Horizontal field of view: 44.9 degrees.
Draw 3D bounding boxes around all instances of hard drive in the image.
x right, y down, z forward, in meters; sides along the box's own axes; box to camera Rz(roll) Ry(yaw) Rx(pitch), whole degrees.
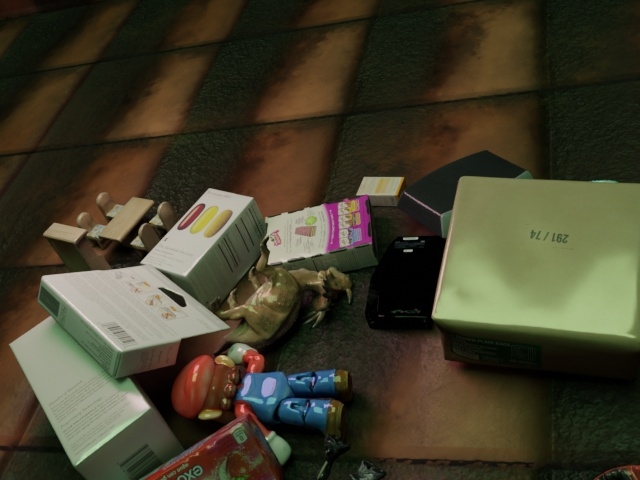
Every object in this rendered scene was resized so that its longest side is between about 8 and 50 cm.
[{"bbox_3d":[0.303,-0.105,1.613,0.255,0.054,0.172,-26,40,-22],"label":"hard drive"}]

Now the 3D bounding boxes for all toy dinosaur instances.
[{"bbox_3d":[-0.082,0.133,1.504,0.200,0.127,0.295,39,81,9],"label":"toy dinosaur"}]

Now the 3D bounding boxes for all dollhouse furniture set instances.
[{"bbox_3d":[-0.495,-0.031,1.811,0.212,0.161,0.242,10,50,31],"label":"dollhouse furniture set"}]

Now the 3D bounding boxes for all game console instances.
[{"bbox_3d":[0.269,0.078,1.466,0.362,0.044,0.213,-2,46,22],"label":"game console"}]

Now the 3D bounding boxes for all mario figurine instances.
[{"bbox_3d":[-0.106,0.286,1.368,0.321,0.170,0.198,4,11,13],"label":"mario figurine"}]

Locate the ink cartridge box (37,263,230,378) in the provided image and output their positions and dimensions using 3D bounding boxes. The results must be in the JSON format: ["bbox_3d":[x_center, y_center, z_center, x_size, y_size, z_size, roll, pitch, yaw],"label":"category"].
[{"bbox_3d":[-0.344,0.137,1.424,0.275,0.060,0.239,32,24,36],"label":"ink cartridge box"}]

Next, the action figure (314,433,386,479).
[{"bbox_3d":[-0.005,0.433,1.127,0.164,0.141,0.275,28,86,32],"label":"action figure"}]

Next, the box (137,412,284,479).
[{"bbox_3d":[-0.192,0.391,1.203,0.257,0.122,0.128,-31,-3,-3],"label":"box"}]

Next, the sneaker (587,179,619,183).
[{"bbox_3d":[0.479,-0.043,1.483,0.229,0.087,0.092,-19,47,13],"label":"sneaker"}]

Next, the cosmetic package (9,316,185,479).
[{"bbox_3d":[-0.397,0.293,1.394,0.155,0.196,0.366,-37,41,-17],"label":"cosmetic package"}]

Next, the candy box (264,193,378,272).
[{"bbox_3d":[0.000,0.000,1.639,0.234,0.071,0.159,-11,42,10],"label":"candy box"}]

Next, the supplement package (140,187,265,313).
[{"bbox_3d":[-0.240,0.022,1.668,0.139,0.133,0.244,13,51,33],"label":"supplement package"}]

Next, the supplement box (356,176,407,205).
[{"bbox_3d":[0.137,-0.109,1.726,0.099,0.036,0.062,3,46,25],"label":"supplement box"}]

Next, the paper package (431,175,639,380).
[{"bbox_3d":[0.376,0.058,1.296,0.325,0.168,0.309,5,58,20],"label":"paper package"}]

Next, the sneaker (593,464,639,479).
[{"bbox_3d":[0.477,0.339,1.054,0.276,0.135,0.097,-36,50,18],"label":"sneaker"}]
